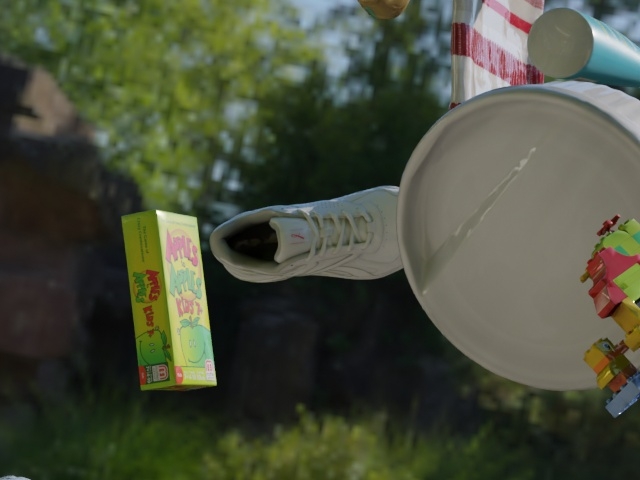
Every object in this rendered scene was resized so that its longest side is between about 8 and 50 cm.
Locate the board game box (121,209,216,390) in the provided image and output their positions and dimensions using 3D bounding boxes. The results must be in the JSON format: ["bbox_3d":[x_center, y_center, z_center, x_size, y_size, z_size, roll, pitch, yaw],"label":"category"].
[{"bbox_3d":[-0.157,0.064,1.999,0.043,0.181,0.092,-11,-9,23],"label":"board game box"}]

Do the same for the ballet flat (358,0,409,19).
[{"bbox_3d":[0.083,-0.362,2.129,0.080,0.232,0.073,7,0,26],"label":"ballet flat"}]

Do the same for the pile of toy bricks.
[{"bbox_3d":[0.222,0.027,1.283,0.212,0.105,0.118,-29,-19,-46],"label":"pile of toy bricks"}]

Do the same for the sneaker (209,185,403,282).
[{"bbox_3d":[0.000,0.000,1.863,0.232,0.090,0.115,-11,-3,14],"label":"sneaker"}]

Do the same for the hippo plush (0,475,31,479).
[{"bbox_3d":[-0.402,0.292,1.921,0.236,0.294,0.234,31,-16,12],"label":"hippo plush"}]

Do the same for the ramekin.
[{"bbox_3d":[0.211,-0.016,1.676,0.272,0.273,0.127,7,22,26],"label":"ramekin"}]

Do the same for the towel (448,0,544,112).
[{"bbox_3d":[0.193,-0.174,2.058,0.037,0.329,0.237,0,-7,26],"label":"towel"}]

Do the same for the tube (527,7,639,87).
[{"bbox_3d":[0.222,-0.145,1.504,0.080,0.052,0.207,46,19,19],"label":"tube"}]
